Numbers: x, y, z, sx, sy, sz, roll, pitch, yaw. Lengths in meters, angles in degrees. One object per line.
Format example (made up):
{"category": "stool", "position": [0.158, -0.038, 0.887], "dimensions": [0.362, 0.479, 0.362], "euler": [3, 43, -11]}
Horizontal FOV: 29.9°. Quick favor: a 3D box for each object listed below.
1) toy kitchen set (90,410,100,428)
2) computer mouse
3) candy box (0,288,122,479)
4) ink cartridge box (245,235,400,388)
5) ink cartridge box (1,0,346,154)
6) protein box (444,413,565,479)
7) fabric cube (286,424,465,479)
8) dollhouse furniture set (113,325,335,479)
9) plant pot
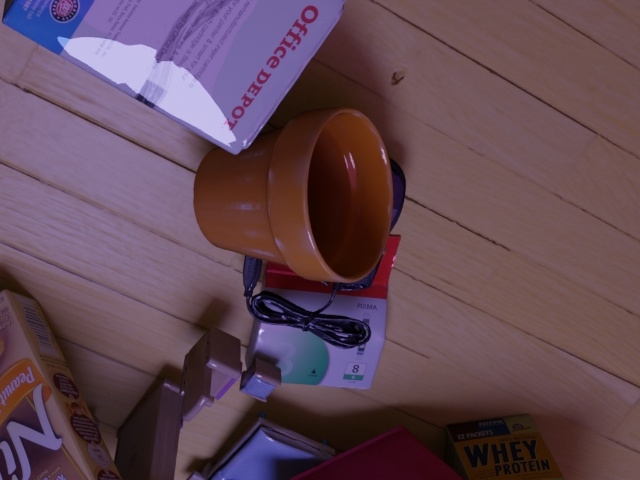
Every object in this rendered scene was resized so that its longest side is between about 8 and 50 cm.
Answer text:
{"category": "toy kitchen set", "position": [-0.378, 0.314, 1.575], "dimensions": [0.166, 0.207, 0.122], "euler": [14, 114, -26]}
{"category": "computer mouse", "position": [0.000, 0.000, 1.565], "dimensions": [0.184, 0.060, 0.262], "euler": [13, 102, -3]}
{"category": "candy box", "position": [-0.382, 0.243, 1.490], "dimensions": [0.183, 0.316, 0.087], "euler": [-33, 159, 8]}
{"category": "ink cartridge box", "position": [0.006, 0.094, 1.631], "dimensions": [0.181, 0.056, 0.225], "euler": [6, 119, -16]}
{"category": "ink cartridge box", "position": [-0.163, -0.273, 1.342], "dimensions": [0.307, 0.129, 0.223], "euler": [29, 109, -25]}
{"category": "protein box", "position": [0.272, 0.402, 1.773], "dimensions": [0.136, 0.201, 0.200], "euler": [-6, 120, -9]}
{"category": "fabric cube", "position": [0.092, 0.460, 1.640], "dimensions": [0.254, 0.258, 0.259], "euler": [-21, 129, -32]}
{"category": "dollhouse furniture set", "position": [-0.099, 0.325, 1.616], "dimensions": [0.303, 0.198, 0.286], "euler": [28, 124, -22]}
{"category": "plant pot", "position": [-0.042, -0.054, 1.444], "dimensions": [0.188, 0.205, 0.205], "euler": [0, 127, 32]}
